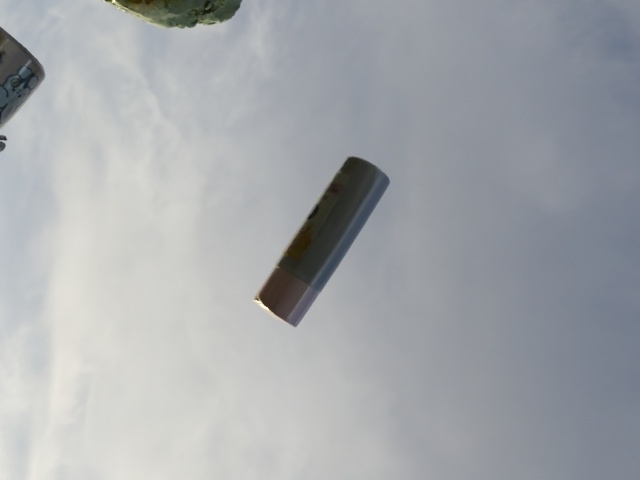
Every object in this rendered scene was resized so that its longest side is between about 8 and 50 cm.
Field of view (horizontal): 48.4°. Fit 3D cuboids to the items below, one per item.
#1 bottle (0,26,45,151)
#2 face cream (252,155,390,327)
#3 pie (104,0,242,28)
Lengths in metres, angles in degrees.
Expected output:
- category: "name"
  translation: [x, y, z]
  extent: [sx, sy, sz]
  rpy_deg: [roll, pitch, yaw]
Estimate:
- category: "bottle"
  translation: [-0.295, -0.100, 0.553]
  extent: [0.099, 0.099, 0.152]
  rpy_deg: [20, -108, 45]
- category: "face cream"
  translation: [0.000, 0.000, 0.791]
  extent: [0.198, 0.057, 0.084]
  rpy_deg: [-56, -156, -9]
- category: "pie"
  translation: [-0.190, -0.417, 0.915]
  extent: [0.105, 0.257, 0.274]
  rpy_deg: [28, -85, 53]
